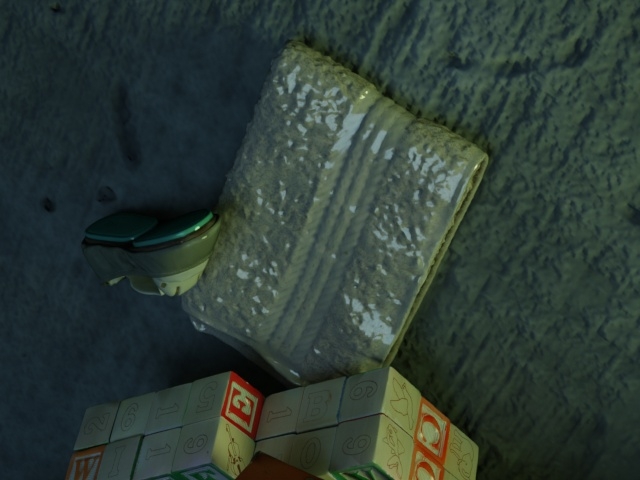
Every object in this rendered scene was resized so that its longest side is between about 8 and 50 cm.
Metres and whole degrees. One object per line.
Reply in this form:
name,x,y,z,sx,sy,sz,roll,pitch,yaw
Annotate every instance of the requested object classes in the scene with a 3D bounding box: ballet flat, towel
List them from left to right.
ballet flat,-0.128,0.013,1.231,0.213,0.072,0.068,1,118,59
towel,0.000,0.000,1.188,0.187,0.049,0.282,32,125,14

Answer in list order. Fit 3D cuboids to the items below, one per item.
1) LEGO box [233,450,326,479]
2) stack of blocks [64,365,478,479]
LEGO box,0.107,0.427,1.056,0.500,0.193,0.373,21,122,18
stack of blocks,-0.043,0.187,1.228,0.297,0.087,0.171,-17,136,35
